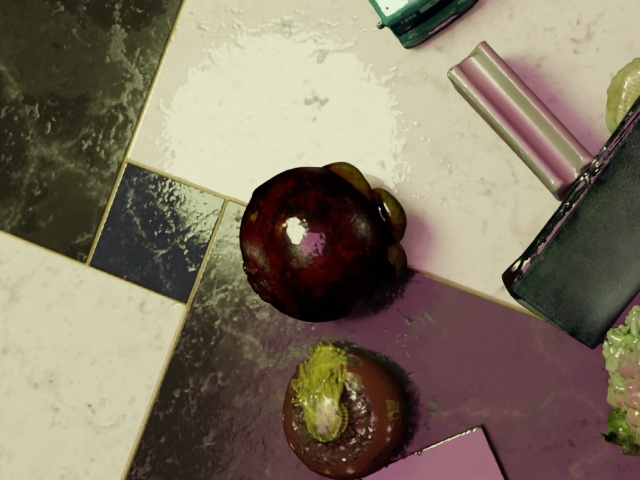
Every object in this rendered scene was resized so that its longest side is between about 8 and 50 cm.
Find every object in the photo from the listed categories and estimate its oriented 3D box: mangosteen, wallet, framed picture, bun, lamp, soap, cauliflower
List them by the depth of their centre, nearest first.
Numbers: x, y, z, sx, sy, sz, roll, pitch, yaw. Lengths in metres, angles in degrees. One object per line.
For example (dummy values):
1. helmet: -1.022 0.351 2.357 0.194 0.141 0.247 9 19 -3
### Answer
1. cauliflower: 0.461 0.152 1.734 0.315 0.239 0.256 -37 40 -10
2. wallet: 0.380 -0.053 1.768 0.379 0.191 0.046 -53 35 5
3. bun: 0.394 -0.164 1.811 0.115 0.069 0.115 1 107 4
4. soap: 0.243 -0.142 1.816 0.065 0.122 0.203 -43 81 6
5. mangosteen: 0.000 0.000 1.827 0.210 0.210 0.209 -1 87 12
6. lamp: 0.025 0.214 1.838 0.157 0.135 0.156 23 93 10
7. framed picture: 0.147 0.318 1.864 0.169 0.023 0.127 -25 82 10

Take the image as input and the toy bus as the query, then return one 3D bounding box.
1. toy bus: 0.075 -0.374 1.851 0.128 0.147 0.256 -35 80 10
